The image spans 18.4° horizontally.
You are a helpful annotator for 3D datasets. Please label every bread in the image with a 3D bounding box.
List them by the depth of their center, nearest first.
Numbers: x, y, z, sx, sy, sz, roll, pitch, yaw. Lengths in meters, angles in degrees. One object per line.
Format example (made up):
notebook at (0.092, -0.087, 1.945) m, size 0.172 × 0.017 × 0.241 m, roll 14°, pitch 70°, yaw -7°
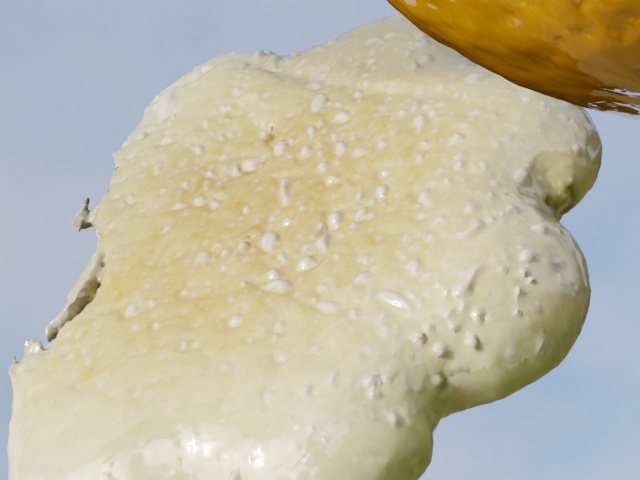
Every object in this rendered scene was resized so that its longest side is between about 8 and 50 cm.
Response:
bread at (0.000, 0.000, 0.641) m, size 0.182 × 0.251 × 0.039 m, roll -11°, pitch -53°, yaw 22°

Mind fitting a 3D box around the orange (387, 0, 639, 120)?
orange at (0.081, -0.107, 0.463) m, size 0.177 × 0.177 × 0.155 m, roll -11°, pitch -61°, yaw -35°
